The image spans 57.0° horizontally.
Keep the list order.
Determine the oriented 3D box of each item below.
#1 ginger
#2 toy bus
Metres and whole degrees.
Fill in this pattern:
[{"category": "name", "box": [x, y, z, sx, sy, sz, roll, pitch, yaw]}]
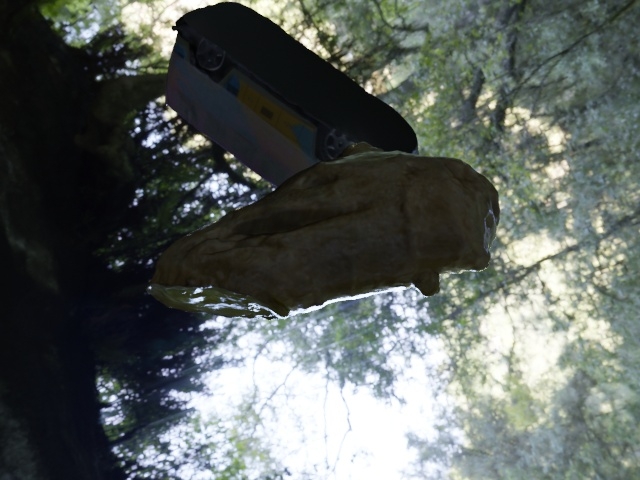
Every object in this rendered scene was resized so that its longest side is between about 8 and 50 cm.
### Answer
[{"category": "ginger", "box": [0.000, 0.000, 0.579, 0.126, 0.354, 0.190, 75, 175, -63]}, {"category": "toy bus", "box": [-0.047, -0.181, 0.891, 0.386, 0.162, 0.171, 37, -139, 8]}]
